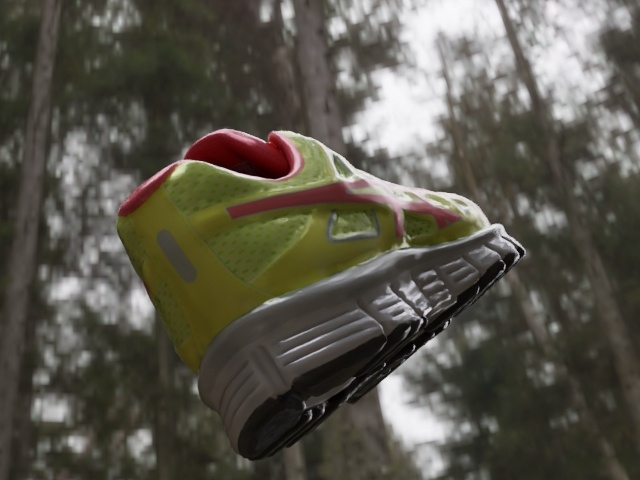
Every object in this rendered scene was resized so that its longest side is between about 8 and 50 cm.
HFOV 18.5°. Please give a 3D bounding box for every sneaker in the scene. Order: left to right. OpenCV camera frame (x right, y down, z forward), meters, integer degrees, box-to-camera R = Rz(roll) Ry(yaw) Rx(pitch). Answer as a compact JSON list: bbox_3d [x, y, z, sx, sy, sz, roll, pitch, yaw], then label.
[{"bbox_3d":[0.000,0.000,0.626,0.081,0.208,0.094,-43,-98,14],"label":"sneaker"}]
